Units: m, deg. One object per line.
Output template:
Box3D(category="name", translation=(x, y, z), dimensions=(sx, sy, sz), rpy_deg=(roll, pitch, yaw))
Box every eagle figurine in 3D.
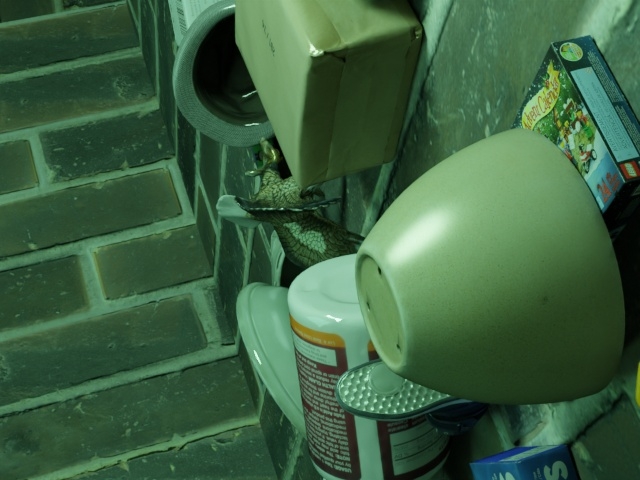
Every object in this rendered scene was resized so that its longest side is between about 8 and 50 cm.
Box3D(category="eagle figurine", translation=(-0.041, -0.053, 1.879), dimensions=(0.298, 0.226, 0.225), rpy_deg=(-114, 30, -47))

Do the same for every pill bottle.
Box3D(category="pill bottle", translation=(0.082, 0.235, 1.630), dimensions=(0.224, 0.224, 0.392), rpy_deg=(-132, 32, -62))

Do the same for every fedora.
Box3D(category="fedora", translation=(-0.130, -0.318, 1.960), dimensions=(0.124, 0.244, 0.275), rpy_deg=(-74, 10, -65))

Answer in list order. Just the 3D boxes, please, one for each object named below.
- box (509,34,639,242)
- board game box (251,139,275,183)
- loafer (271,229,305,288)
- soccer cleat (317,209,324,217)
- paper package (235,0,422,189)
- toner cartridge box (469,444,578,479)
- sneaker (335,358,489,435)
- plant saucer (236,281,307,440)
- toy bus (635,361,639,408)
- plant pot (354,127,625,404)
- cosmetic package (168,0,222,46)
Box3D(category="box", translation=(0.245, -0.068, 1.079), dimensions=(0.233, 0.044, 0.159), rpy_deg=(103, 149, -61))
Box3D(category="board game box", translation=(-0.123, -0.200, 2.234), dimensions=(0.317, 0.046, 0.213), rpy_deg=(84, 170, -76))
Box3D(category="loafer", translation=(-0.051, 0.125, 2.260), dimensions=(0.111, 0.112, 0.319), rpy_deg=(-119, 20, -70))
Box3D(category="soccer cleat", translation=(0.000, 0.000, 2.060), dimensions=(0.076, 0.068, 0.196), rpy_deg=(-36, 69, 58))
Box3D(category="paper package", translation=(-0.003, -0.294, 1.573), dimensions=(0.309, 0.168, 0.325), rpy_deg=(99, 153, -56))
Box3D(category="toner cartridge box", translation=(0.289, 0.428, 1.318), dimensions=(0.165, 0.075, 0.348), rpy_deg=(131, 124, -74))
Box3D(category="sneaker", translation=(0.127, 0.214, 1.445), dimensions=(0.163, 0.226, 0.086), rpy_deg=(99, 164, -64))
Box3D(category="plant saucer", translation=(0.015, 0.219, 1.909), dimensions=(0.400, 0.100, 0.400), rpy_deg=(49, -166, -17))
Box3D(category="toy bus", translation=(0.359, 0.193, 0.768), dimensions=(0.332, 0.108, 0.130), rpy_deg=(-131, 29, -60))
Box3D(category="plant pot", translation=(0.146, 0.047, 1.095), dimensions=(0.284, 0.191, 0.284), rpy_deg=(164, 90, -76))
Box3D(category="cosmetic package", translation=(-0.189, -0.455, 2.092), dimensions=(0.151, 0.184, 0.151), rpy_deg=(-137, 36, -63))
